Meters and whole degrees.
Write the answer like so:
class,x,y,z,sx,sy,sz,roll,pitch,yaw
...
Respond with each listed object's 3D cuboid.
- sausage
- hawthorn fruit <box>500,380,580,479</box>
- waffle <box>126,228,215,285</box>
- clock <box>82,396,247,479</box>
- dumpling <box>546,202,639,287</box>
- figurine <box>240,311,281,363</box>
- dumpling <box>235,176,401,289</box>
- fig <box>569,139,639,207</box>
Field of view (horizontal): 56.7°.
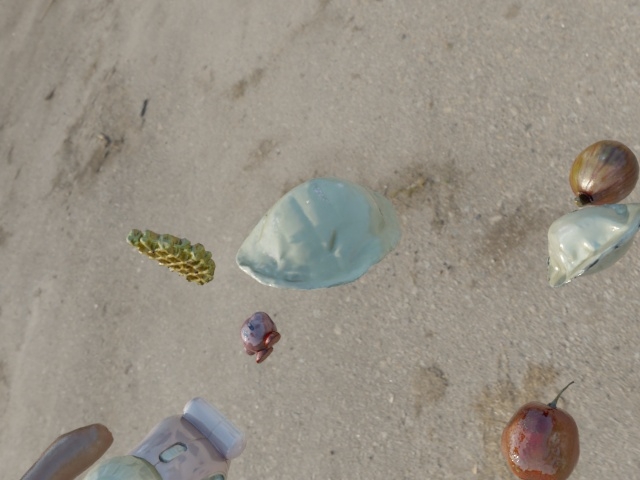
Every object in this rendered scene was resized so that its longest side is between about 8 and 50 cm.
class,x,y,z,sx,sy,sz,roll,pitch,yaw
sausage,-0.249,0.225,0.487,0.043,0.043,0.186,-3,35,42
hawthorn fruit,0.453,0.385,1.205,0.163,0.163,0.203,15,101,45
waffle,-0.296,0.038,1.211,0.161,0.192,0.046,9,64,3
clock,-0.315,0.485,1.088,0.184,0.326,0.342,27,117,19
dumpling,0.516,0.013,1.143,0.172,0.142,0.247,-54,2,-41
figurine,-0.111,0.170,1.063,0.071,0.067,0.083,41,110,20
dumpling,0.000,0.000,1.346,0.395,0.233,0.315,-15,31,-5
fig,0.712,-0.148,1.533,0.207,0.175,0.175,-53,44,-4
